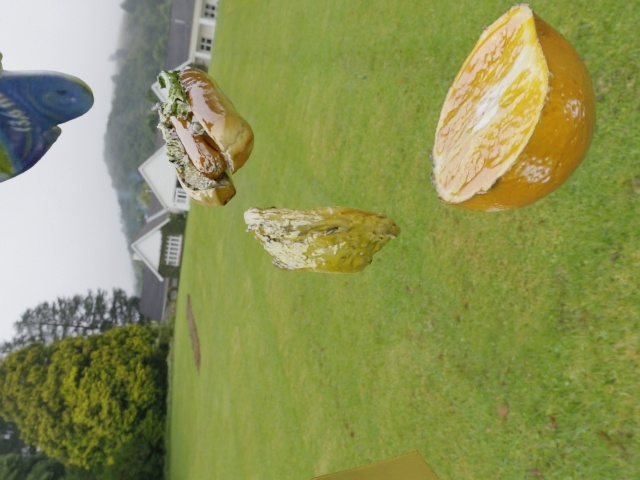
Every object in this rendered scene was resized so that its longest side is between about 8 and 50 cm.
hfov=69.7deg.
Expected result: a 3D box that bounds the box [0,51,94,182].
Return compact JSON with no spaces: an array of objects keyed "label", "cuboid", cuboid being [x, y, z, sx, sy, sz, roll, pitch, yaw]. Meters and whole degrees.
[{"label":"box","cuboid":[-0.350,-0.177,0.362,0.262,0.291,0.206,92,162,-78]}]

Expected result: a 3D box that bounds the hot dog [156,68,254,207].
[{"label":"hot dog","cuboid":[-0.191,-0.174,0.690,0.135,0.100,0.337,-65,36,27]}]

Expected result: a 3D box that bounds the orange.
[{"label":"orange","cuboid":[0.269,-0.191,0.690,0.310,0.274,0.274,63,150,29]}]

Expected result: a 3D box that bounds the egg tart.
[{"label":"egg tart","cuboid":[0.000,0.000,0.847,0.294,0.294,0.123,-167,80,-77]}]

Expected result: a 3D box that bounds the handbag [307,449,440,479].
[{"label":"handbag","cuboid":[0.151,0.526,0.704,0.401,0.283,0.133,-138,44,-60]}]
